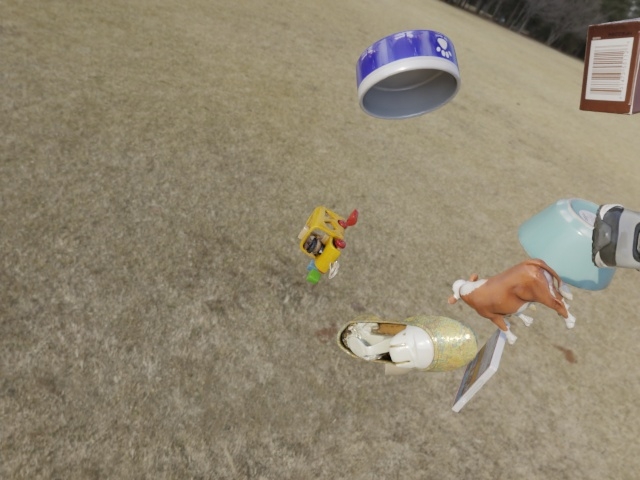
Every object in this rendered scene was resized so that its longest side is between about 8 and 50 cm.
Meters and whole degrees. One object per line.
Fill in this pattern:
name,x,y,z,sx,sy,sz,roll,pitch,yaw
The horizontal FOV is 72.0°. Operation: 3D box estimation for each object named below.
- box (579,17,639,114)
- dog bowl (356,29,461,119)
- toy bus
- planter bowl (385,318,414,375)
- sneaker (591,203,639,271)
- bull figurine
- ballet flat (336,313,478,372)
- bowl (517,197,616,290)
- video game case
box,0.794,-0.412,1.000,0.380,0.191,0.143,-16,25,-17
dog bowl,0.226,-0.425,1.159,0.264,0.264,0.105,2,77,-35
toy bus,-0.002,-0.002,1.108,0.104,0.202,0.191,29,73,-10
planter bowl,0.246,0.314,1.278,0.109,0.162,0.162,4,29,10
sneaker,0.510,0.002,0.673,0.271,0.101,0.108,8,-1,-30
bull figurine,0.443,0.141,1.041,0.188,0.310,0.101,43,64,2
ballet flat,0.161,0.221,0.938,0.123,0.124,0.348,1,-4,-36
bowl,0.795,-0.015,1.355,0.311,0.163,0.312,13,39,-11
video game case,0.521,0.414,1.437,0.025,0.285,0.204,29,45,14
